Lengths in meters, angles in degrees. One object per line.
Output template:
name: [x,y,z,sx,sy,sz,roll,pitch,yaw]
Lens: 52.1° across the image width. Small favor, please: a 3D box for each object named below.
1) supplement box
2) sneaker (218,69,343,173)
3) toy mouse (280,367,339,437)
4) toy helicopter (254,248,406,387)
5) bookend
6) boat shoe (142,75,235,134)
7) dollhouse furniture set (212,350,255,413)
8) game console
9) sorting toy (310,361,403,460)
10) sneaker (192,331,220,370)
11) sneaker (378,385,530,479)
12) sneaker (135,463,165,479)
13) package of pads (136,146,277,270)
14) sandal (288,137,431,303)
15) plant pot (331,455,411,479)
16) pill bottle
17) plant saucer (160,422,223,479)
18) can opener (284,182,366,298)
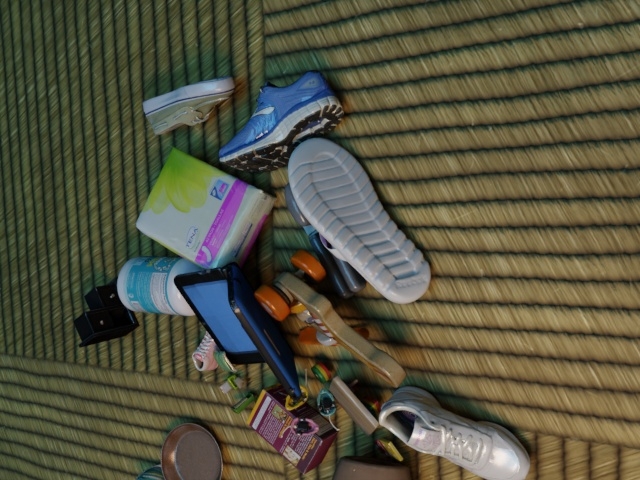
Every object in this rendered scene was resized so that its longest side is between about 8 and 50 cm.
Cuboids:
supplement box: [-0.066,0.431,1.517,0.188,0.081,0.104,35,110,25]
sneaker: [-0.100,-0.264,1.469,0.330,0.130,0.147,-28,66,27]
toy mouse: [-0.014,0.384,1.445,0.143,0.031,0.161,25,64,24]
toy helicopter: [0.034,0.194,1.376,0.355,0.235,0.140,36,70,28]
bookend: [-0.600,0.192,1.780,0.072,0.156,0.157,-35,76,29]
boat shoe: [-0.314,-0.330,1.603,0.302,0.109,0.094,-6,107,41]
dollhouse furniture set: [-0.227,0.342,1.593,0.152,0.058,0.076,57,157,-10]
game console: [-0.190,0.212,1.452,0.173,0.250,0.293,-27,117,4]
sorting toy: [0.087,0.353,1.402,0.046,0.132,0.274,-37,73,-18]
sneaker: [-0.282,0.266,1.642,0.051,0.070,0.134,16,101,32]
sneaker: [0.251,0.396,1.280,0.305,0.152,0.114,20,102,27]
sneaker: [-0.382,0.708,1.721,0.275,0.110,0.107,33,110,24]
package of pads: [-0.280,-0.062,1.565,0.296,0.101,0.229,28,91,27]
sandal: [0.062,-0.031,1.380,0.416,0.169,0.102,56,158,15]
plant pot: [0.102,0.575,1.358,0.263,0.263,0.229,0,75,32]
pill bottle: [-0.368,0.112,1.636,0.264,0.146,0.146,0,95,31]
plant saucer: [-0.328,0.574,1.705,0.198,0.036,0.199,-3,84,26]
can opener: [0.000,0.000,1.437,0.074,0.093,0.280,-37,80,40]
